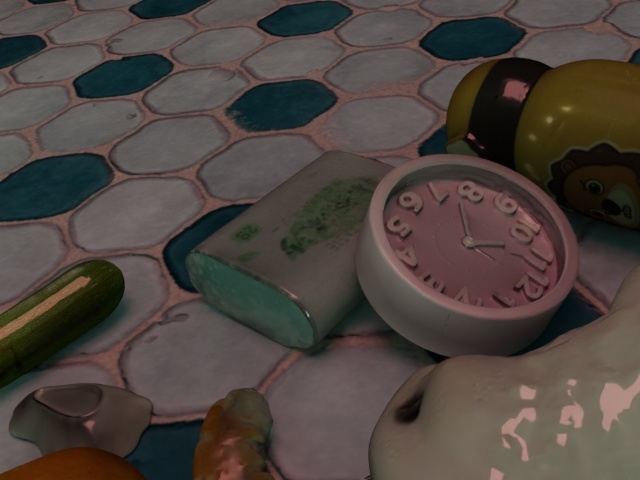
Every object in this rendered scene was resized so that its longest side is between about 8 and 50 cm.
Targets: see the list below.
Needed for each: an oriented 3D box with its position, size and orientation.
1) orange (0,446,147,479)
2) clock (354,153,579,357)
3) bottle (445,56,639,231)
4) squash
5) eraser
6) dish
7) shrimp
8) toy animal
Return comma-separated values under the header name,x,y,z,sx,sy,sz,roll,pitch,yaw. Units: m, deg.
name,x,y,z,sx,sy,sz,roll,pitch,yaw
orange,-0.180,0.216,0.550,0.159,0.159,0.136,-24,79,-20
clock,0.135,0.011,0.764,0.197,0.068,0.196,7,50,-8
bottle,0.296,-0.103,0.867,0.351,0.171,0.171,19,44,37
squash,-0.289,0.092,0.808,0.066,0.066,0.229,25,47,38
eraser,0.000,0.000,0.858,0.174,0.081,0.227,21,44,33
dish,-0.222,0.151,0.731,0.137,0.039,0.091,8,39,21
shrimp,-0.018,0.173,0.650,0.166,0.049,0.161,-5,38,3
toy animal,0.203,0.129,0.456,0.358,0.194,0.257,-19,57,14
